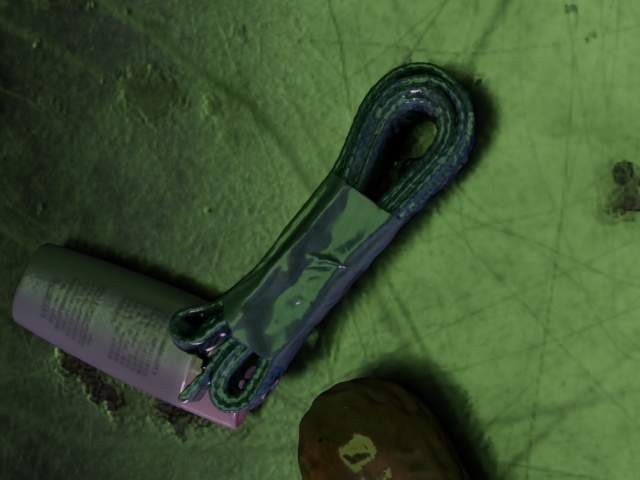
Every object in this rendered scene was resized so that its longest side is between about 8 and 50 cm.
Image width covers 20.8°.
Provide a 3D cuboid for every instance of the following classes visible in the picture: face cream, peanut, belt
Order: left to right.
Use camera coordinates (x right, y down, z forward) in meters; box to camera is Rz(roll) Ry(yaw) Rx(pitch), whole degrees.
[{"bbox_3d":[-0.136,0.069,1.334,0.198,0.057,0.084,24,98,10],"label":"face cream"},{"bbox_3d":[0.000,0.000,1.255,0.087,0.072,0.302,41,91,4],"label":"belt"},{"bbox_3d":[0.064,0.208,1.269,0.120,0.110,0.236,-27,97,12],"label":"peanut"}]
